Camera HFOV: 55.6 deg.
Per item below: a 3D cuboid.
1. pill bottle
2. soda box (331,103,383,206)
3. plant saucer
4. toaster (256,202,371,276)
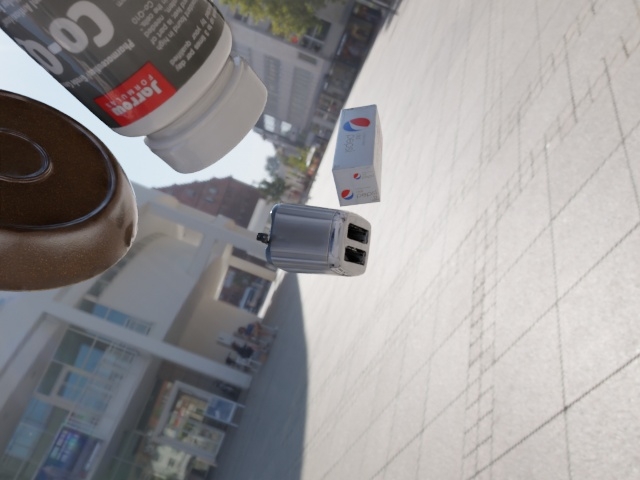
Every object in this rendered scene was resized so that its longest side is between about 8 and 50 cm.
[{"bbox_3d":[-0.187,-0.202,0.569,0.161,0.283,0.161,-24,42,24],"label":"pill bottle"},{"bbox_3d":[0.066,-0.148,1.026,0.216,0.069,0.074,-82,-19,-52],"label":"soda box"},{"bbox_3d":[-0.344,-0.078,0.662,0.050,0.310,0.311,-55,10,32],"label":"plant saucer"},{"bbox_3d":[0.000,0.000,1.112,0.227,0.146,0.129,20,-103,-65],"label":"toaster"}]
